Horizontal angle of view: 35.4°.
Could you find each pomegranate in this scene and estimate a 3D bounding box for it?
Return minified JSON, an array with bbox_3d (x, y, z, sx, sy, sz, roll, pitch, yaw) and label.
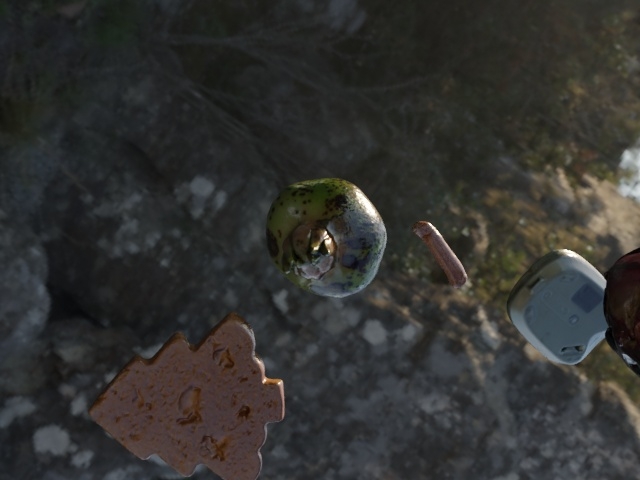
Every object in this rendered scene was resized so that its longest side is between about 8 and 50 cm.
[{"bbox_3d":[-0.005,0.016,1.791,0.276,0.222,0.203,-61,167,-47],"label":"pomegranate"}]

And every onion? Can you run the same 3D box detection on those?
[{"bbox_3d":[0.600,0.130,1.634,0.232,0.314,0.314,-54,176,20],"label":"onion"}]

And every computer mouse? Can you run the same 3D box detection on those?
[{"bbox_3d":[0.484,0.132,1.994,0.197,0.095,0.331,-46,132,4],"label":"computer mouse"}]

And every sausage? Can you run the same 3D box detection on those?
[{"bbox_3d":[0.230,0.024,1.917,0.036,0.158,0.042,-19,-156,51],"label":"sausage"}]

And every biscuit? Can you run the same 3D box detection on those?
[{"bbox_3d":[-0.210,0.257,1.586,0.043,0.307,0.283,-129,-142,-82],"label":"biscuit"}]
